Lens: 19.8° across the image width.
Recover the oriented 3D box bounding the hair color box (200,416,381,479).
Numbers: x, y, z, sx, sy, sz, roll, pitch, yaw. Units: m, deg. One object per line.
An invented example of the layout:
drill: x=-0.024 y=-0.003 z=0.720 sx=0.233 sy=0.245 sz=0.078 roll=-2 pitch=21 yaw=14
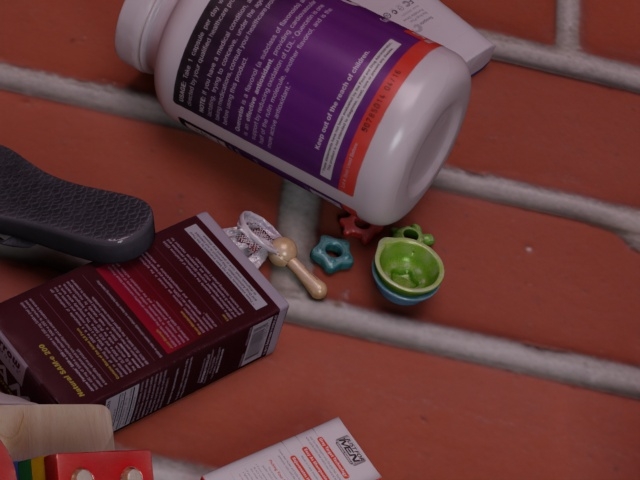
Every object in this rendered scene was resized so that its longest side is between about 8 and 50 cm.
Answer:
hair color box: x=-0.027 y=0.209 z=1.541 sx=0.141 sy=0.043 sz=0.072 roll=-20 pitch=58 yaw=-29

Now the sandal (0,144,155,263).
sandal: x=-0.264 y=-0.023 z=1.639 sx=0.254 sy=0.054 sz=0.097 roll=20 pitch=43 yaw=26

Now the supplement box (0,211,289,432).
supplement box: x=-0.161 y=0.079 z=1.593 sx=0.239 sy=0.073 sz=0.130 roll=-25 pitch=60 yaw=-34

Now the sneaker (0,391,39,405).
sneaker: x=-0.347 y=0.125 z=1.383 sx=0.169 sy=0.292 sz=0.108 roll=14 pitch=80 yaw=32

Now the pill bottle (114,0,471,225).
pill bottle: x=-0.030 y=-0.159 z=1.757 sx=0.323 sy=0.181 sz=0.181 roll=29 pitch=48 yaw=15

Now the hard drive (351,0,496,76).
hard drive: x=0.001 y=-0.251 z=1.951 sx=0.318 sy=0.040 sz=0.210 roll=41 pitch=51 yaw=19

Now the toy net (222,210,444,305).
toy net: x=0.000 y=0.000 z=1.730 sx=0.232 sy=0.045 sz=0.122 roll=11 pitch=48 yaw=-8

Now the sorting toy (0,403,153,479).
sorting toy: x=-0.218 y=0.239 z=1.276 sx=0.255 sy=0.089 sz=0.257 roll=5 pitch=75 yaw=-47
